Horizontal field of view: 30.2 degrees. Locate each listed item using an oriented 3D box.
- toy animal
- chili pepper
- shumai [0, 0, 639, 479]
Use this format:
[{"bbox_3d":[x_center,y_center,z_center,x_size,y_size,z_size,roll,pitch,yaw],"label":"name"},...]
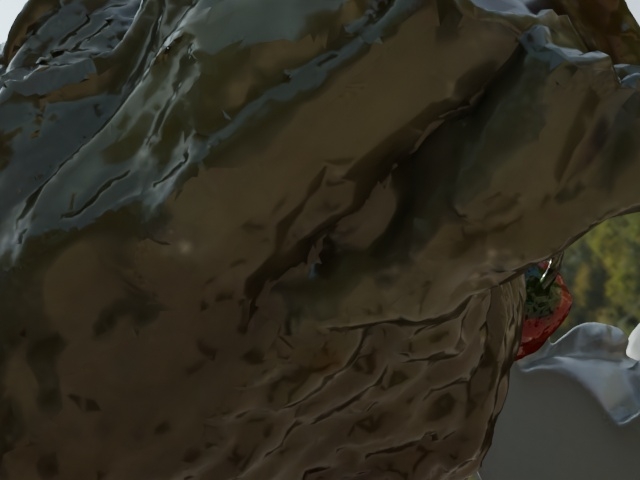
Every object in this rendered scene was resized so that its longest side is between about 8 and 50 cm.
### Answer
[{"bbox_3d":[0.255,0.137,0.860,0.265,0.271,0.206,-5,-67,-37],"label":"toy animal"},{"bbox_3d":[0.104,0.044,0.670,0.059,0.050,0.191,-24,-14,-13],"label":"chili pepper"},{"bbox_3d":[0.000,0.000,0.420,0.314,0.267,0.262,-32,5,-33],"label":"shumai"}]
